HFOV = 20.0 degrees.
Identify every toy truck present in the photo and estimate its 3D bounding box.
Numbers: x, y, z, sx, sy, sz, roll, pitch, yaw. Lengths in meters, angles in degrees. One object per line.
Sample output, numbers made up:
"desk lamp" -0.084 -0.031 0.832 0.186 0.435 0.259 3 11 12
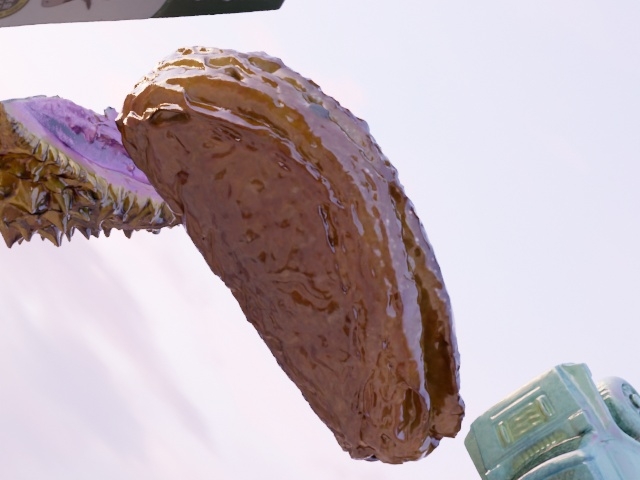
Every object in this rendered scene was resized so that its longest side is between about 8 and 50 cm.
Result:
"toy truck" 0.246 0.251 1.624 0.156 0.155 0.279 12 47 -58

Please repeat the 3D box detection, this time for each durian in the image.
"durian" -0.242 -0.045 1.844 0.341 0.191 0.112 13 48 -48

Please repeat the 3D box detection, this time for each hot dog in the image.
"hot dog" 0.000 0.000 1.479 0.387 0.174 0.267 54 3 4

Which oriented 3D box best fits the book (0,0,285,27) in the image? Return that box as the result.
"book" -0.106 -0.213 1.185 0.202 0.264 0.027 -54 -127 48
